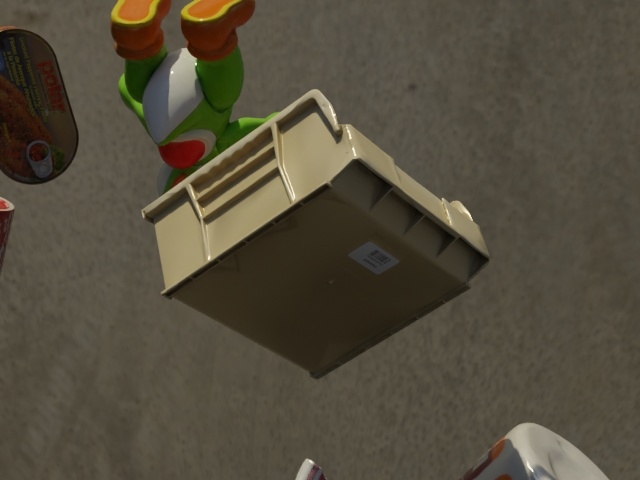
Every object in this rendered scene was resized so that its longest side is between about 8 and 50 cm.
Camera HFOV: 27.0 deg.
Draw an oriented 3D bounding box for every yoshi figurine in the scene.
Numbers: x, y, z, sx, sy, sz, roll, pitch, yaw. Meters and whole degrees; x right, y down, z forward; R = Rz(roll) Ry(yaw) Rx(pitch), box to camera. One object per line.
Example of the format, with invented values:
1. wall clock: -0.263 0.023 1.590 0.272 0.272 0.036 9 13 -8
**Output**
1. yoshi figurine: -0.136 -0.152 1.634 0.203 0.362 0.203 -22 41 -18

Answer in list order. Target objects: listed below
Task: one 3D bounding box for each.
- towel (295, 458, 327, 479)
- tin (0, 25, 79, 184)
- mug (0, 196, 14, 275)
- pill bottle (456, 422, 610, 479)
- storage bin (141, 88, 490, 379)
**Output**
1. towel: -0.028 0.269 1.085 0.029 0.197 0.144 21 67 20
2. tin: -0.347 -0.158 1.555 0.106 0.189 0.040 -21 27 -19
3. mug: -0.450 0.021 1.627 0.150 0.113 0.169 27 105 36
4. pill bottle: 0.177 0.420 1.567 0.392 0.224 0.224 -46 68 17
5. storage bin: 0.000 0.000 1.417 0.260 0.262 0.123 -33 47 23
